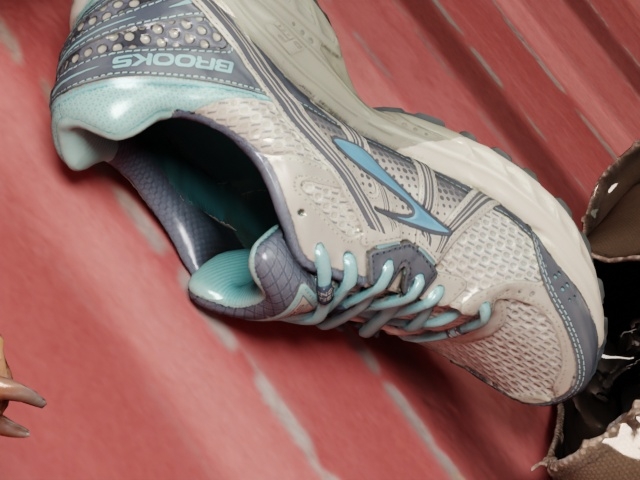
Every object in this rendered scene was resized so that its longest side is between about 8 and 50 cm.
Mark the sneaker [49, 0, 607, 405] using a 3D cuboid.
[{"bbox_3d":[0.000,0.000,0.723,0.283,0.110,0.122,37,45,-20],"label":"sneaker"}]

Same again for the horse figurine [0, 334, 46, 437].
[{"bbox_3d":[-0.205,-0.032,0.441,0.263,0.066,0.174,25,28,-46],"label":"horse figurine"}]

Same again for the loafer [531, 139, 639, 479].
[{"bbox_3d":[0.177,0.032,0.896,0.130,0.134,0.366,42,26,-17],"label":"loafer"}]
